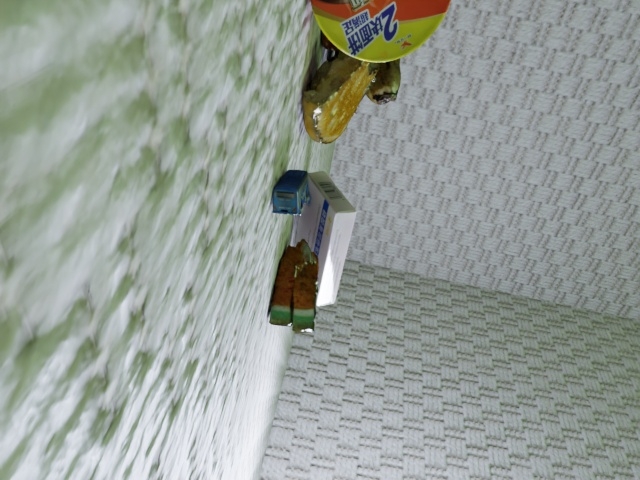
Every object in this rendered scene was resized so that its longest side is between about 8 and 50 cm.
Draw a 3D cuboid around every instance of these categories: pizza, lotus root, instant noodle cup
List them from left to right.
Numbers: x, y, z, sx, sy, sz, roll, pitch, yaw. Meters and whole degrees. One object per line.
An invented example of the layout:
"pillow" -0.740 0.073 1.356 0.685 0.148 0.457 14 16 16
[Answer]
"pizza" 0.034 -0.312 1.002 0.223 0.089 0.323 -57 175 7
"instant noodle cup" 0.087 -0.411 0.760 0.174 0.214 0.213 -91 -170 -56
"lotus root" 0.159 -0.450 1.256 0.110 0.097 0.258 -37 -147 40

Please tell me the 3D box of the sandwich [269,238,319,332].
"sandwich" -0.060 0.122 1.197 0.292 0.109 0.212 -86 177 -60

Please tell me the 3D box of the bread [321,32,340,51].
"bread" 0.051 -0.481 1.014 0.160 0.073 0.160 -169 -90 -89

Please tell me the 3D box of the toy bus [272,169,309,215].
"toy bus" -0.049 -0.084 0.840 0.153 0.051 0.061 -75 170 -68

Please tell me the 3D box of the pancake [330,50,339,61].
"pancake" 0.103 -0.534 1.213 0.382 0.071 0.381 -166 -90 -75

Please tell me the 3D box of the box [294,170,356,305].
"box" 0.000 0.000 1.376 0.200 0.065 0.343 56 -34 42
